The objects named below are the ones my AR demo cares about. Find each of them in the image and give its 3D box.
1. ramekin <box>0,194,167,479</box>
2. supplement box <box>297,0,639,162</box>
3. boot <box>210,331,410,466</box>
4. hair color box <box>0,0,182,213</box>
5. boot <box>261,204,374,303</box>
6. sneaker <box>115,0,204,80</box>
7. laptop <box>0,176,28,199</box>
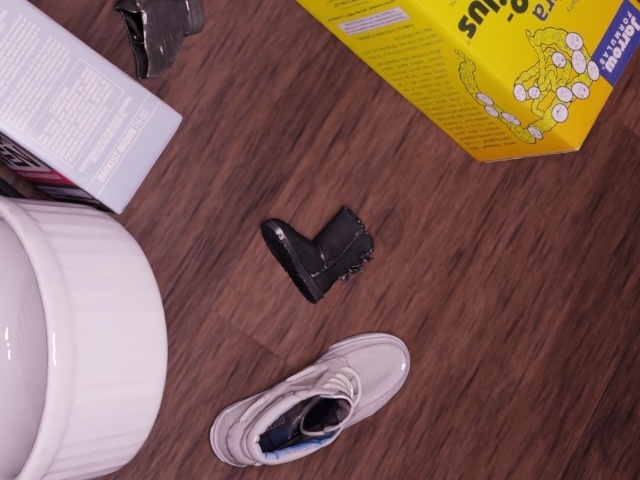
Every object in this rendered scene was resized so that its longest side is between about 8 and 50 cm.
[{"bbox_3d":[-0.256,0.092,1.390,0.135,0.277,0.277,-1,89,-43],"label":"ramekin"},{"bbox_3d":[0.156,-0.272,1.742,0.356,0.195,0.194,39,72,-22],"label":"supplement box"},{"bbox_3d":[0.013,0.176,1.695,0.258,0.123,0.095,-27,101,-26],"label":"boot"},{"bbox_3d":[-0.325,-0.173,1.408,0.374,0.185,0.113,37,78,-22],"label":"hair color box"},{"bbox_3d":[0.000,0.000,1.738,0.099,0.045,0.121,-42,114,-20],"label":"boot"},{"bbox_3d":[-0.177,-0.260,1.648,0.089,0.051,0.170,-24,103,-31],"label":"sneaker"},{"bbox_3d":[-0.372,0.056,1.486,0.234,0.136,0.264,42,86,-21],"label":"laptop"}]
